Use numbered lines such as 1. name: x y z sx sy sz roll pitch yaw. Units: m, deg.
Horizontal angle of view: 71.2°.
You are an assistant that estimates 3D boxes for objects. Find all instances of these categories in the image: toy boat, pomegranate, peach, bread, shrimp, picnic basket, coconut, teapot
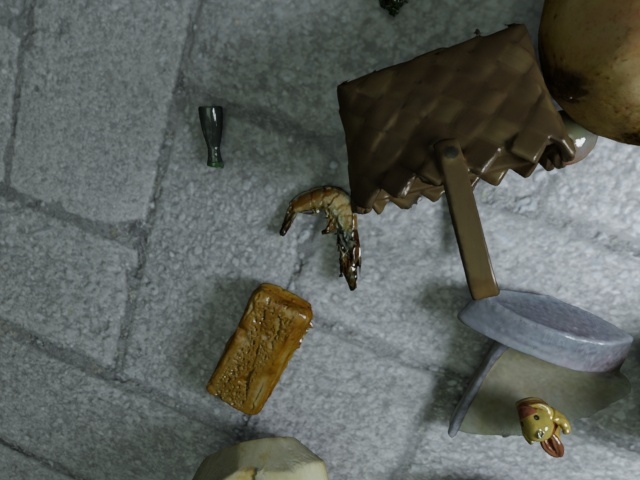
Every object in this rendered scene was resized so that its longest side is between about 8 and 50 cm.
1. toy boat: 0.367 0.217 0.758 0.276 0.111 0.293 2 117 12
2. pomegranate: 0.422 -0.273 0.525 0.322 0.322 0.322 3 104 12
3. peach: 0.366 -0.152 0.669 0.083 0.083 0.083 3 104 12
4. bread: -0.115 0.215 0.871 0.139 0.077 0.270 27 109 1
5. shrimp: -0.001 0.000 0.811 0.148 0.035 0.195 -8 95 12
6. picnic basket: 0.186 -0.088 0.632 0.291 0.254 0.320 -15 89 16
7. coconut: -0.108 0.537 0.819 0.323 0.323 0.322 3 104 12
8. teapot: -0.195 -0.186 0.810 0.043 0.043 0.110 3 106 12

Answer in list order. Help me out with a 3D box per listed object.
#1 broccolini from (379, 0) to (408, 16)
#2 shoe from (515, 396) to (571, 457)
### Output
1. broccolini: 0.206 -0.414 0.672 0.255 0.071 0.057 -14 59 9
2. shoe: 0.359 0.298 0.716 0.072 0.069 0.109 -17 130 15
